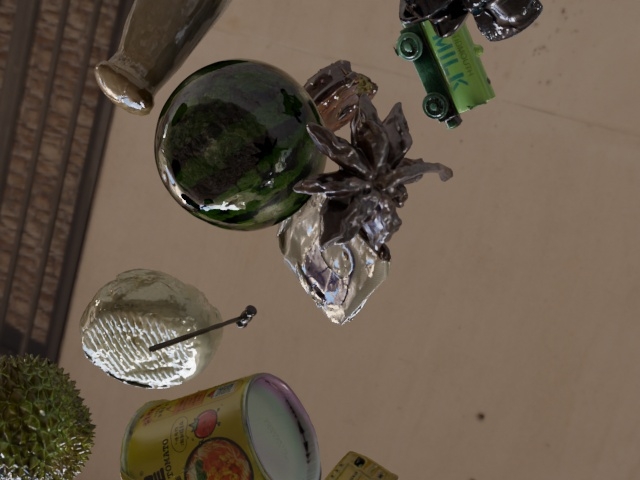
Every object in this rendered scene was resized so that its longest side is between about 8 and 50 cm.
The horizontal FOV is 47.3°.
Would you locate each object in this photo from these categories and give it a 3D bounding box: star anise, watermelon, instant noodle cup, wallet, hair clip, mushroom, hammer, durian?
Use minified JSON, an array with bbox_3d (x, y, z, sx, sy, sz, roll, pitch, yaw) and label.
[{"bbox_3d":[0.075,-0.083,0.934,0.231,0.209,0.089,-29,-149,-17],"label":"star anise"},{"bbox_3d":[-0.129,-0.157,1.200,0.285,0.285,0.285,15,-169,-3],"label":"watermelon"},{"bbox_3d":[-0.167,0.407,1.359,0.254,0.325,0.325,-27,176,19],"label":"instant noodle cup"},{"bbox_3d":[0.003,-0.002,1.400,0.068,0.275,0.335,-19,-125,-30],"label":"wallet"},{"bbox_3d":[0.226,-0.426,1.091,0.194,0.310,0.206,24,-137,-47],"label":"hair clip"},{"bbox_3d":[-0.265,-0.419,1.340,0.137,0.407,0.154,24,162,17],"label":"mushroom"},{"bbox_3d":[-0.243,0.190,1.520,0.029,0.058,0.292,50,-146,19],"label":"hammer"},{"bbox_3d":[-0.547,0.338,1.328,0.291,0.291,0.224,17,-149,8],"label":"durian"}]

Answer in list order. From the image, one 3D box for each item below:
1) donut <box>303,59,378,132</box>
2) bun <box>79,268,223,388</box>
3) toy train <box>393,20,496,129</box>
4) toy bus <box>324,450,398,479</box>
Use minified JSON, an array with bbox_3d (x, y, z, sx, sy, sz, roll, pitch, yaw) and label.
[{"bbox_3d":[0.029,-0.349,1.802,0.096,0.216,0.230,54,-149,12],"label":"donut"},{"bbox_3d":[-0.416,0.206,1.825,0.360,0.359,0.211,15,-136,-3],"label":"bun"},{"bbox_3d":[0.264,-0.363,1.510,0.157,0.253,0.105,-20,-173,32],"label":"toy train"},{"bbox_3d":[0.046,0.501,1.233,0.123,0.335,0.121,29,-134,21],"label":"toy bus"}]
